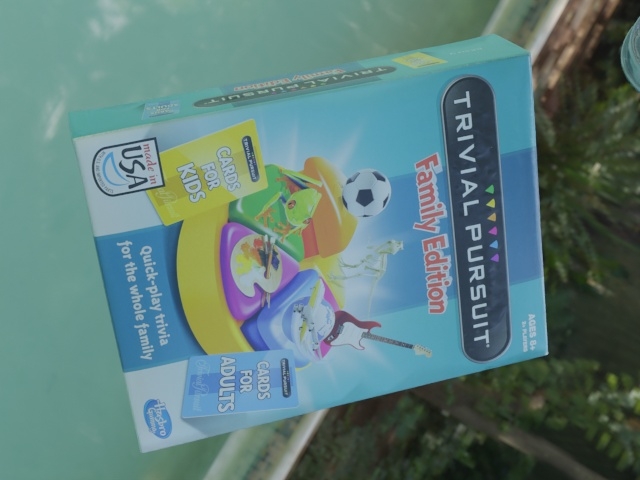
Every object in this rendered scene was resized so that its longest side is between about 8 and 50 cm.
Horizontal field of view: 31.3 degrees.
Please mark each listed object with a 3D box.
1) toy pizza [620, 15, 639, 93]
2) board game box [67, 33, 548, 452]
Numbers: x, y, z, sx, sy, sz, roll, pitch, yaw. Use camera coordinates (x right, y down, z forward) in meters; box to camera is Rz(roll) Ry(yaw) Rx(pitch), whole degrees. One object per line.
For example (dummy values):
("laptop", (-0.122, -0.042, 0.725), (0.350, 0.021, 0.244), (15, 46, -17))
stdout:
("toy pizza", (0.250, -0.095, 0.557), (0.201, 0.201, 0.032), (-54, 137, -44))
("board game box", (0.000, 0.000, 0.878), (0.079, 0.336, 0.254), (-125, -156, -65))
